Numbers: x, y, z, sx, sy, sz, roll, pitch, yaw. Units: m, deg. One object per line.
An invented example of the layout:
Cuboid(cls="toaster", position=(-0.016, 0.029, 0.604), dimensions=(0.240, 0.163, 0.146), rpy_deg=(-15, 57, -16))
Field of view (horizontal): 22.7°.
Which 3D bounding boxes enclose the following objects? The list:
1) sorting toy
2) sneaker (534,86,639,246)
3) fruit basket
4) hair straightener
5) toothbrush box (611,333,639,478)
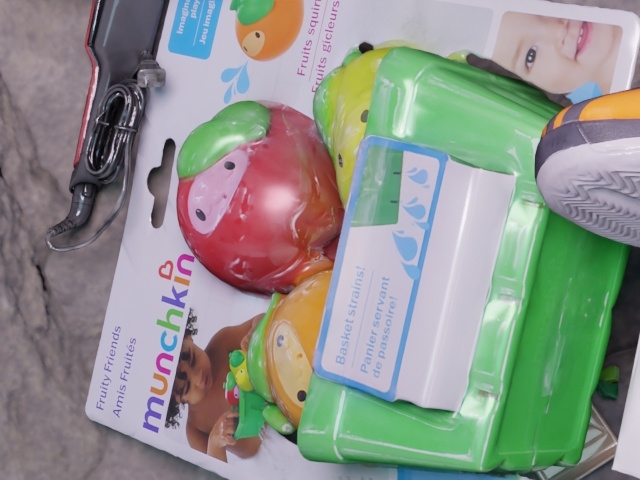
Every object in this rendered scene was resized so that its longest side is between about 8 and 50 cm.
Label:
Cuboid(cls="sorting toy", position=(0.168, 0.119, 1.042), dimensions=(0.083, 0.012, 0.062), rpy_deg=(-35, 81, 10))
Cuboid(cls="sneaker", position=(0.249, -0.098, 0.836), dimensions=(0.321, 0.124, 0.180), rpy_deg=(-3, 71, -19))
Cuboid(cls="fruit basket", position=(0.000, 0.000, 0.948), dimensions=(0.353, 0.165, 0.327), rpy_deg=(16, 96, 33))
Cuboid(cls="hair straightener", position=(-0.137, -0.102, 1.043), dimensions=(0.047, 0.089, 0.231), rpy_deg=(17, 90, -25))
Cuboid(cls="toothbrush box", position=(0.339, 0.099, 0.849), dimensions=(0.295, 0.216, 0.126), rpy_deg=(10, 92, -36))
